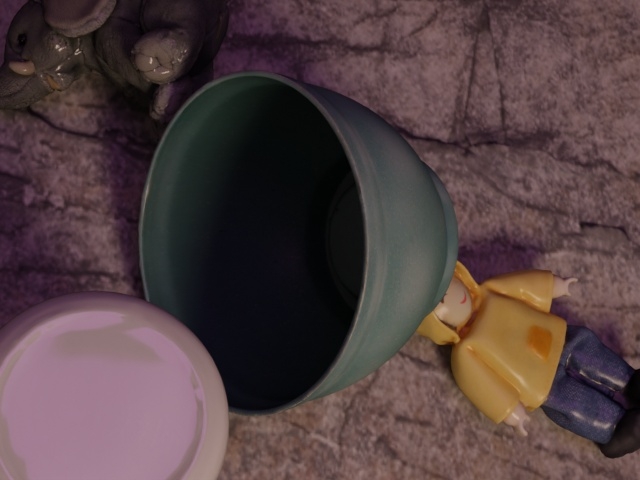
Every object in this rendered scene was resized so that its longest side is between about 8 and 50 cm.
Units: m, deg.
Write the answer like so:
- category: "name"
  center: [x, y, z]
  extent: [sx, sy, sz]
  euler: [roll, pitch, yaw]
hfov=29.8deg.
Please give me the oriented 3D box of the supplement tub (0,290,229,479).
- category: "supplement tub"
  center: [-0.186, 0.165, 0.950]
  extent: [0.191, 0.272, 0.191]
  euler: [6, 68, -14]

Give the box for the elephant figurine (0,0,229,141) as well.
- category: "elephant figurine"
  center: [-0.223, -0.200, 1.157]
  extent: [0.239, 0.169, 0.186]
  euler: [18, 35, 8]

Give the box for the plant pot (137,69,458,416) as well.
- category: "plant pot"
  center: [0.000, 0.000, 1.088]
  extent: [0.196, 0.293, 0.293]
  euler: [-2, 68, -45]

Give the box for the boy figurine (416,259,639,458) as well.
- category: "boy figurine"
  center: [0.201, 0.097, 1.193]
  extent: [0.285, 0.092, 0.177]
  euler: [32, 67, -6]
